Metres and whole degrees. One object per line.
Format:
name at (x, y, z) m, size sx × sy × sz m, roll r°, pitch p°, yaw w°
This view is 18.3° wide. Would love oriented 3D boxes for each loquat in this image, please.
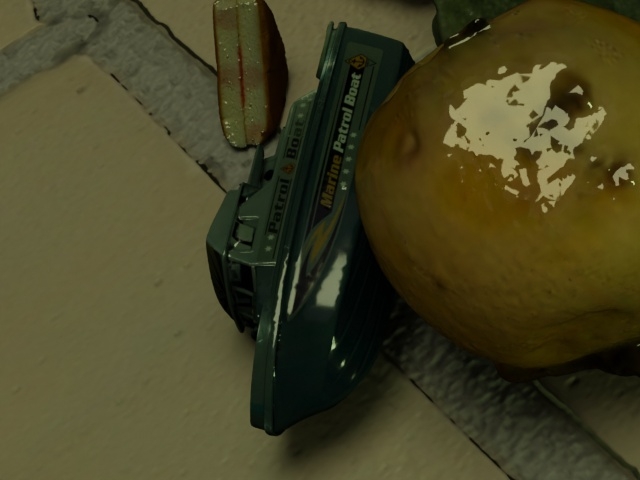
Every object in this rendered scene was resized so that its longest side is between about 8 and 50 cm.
loquat at (0.144, -0.024, 1.179) m, size 0.243 × 0.244 × 0.244 m, roll -9°, pitch 49°, yaw 10°

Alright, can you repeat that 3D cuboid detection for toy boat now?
toy boat at (-0.003, -0.002, 1.270) m, size 0.122 × 0.114 × 0.296 m, roll 6°, pitch 53°, yaw 14°

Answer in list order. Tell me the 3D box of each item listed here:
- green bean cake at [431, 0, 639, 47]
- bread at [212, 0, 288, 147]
green bean cake at (0.162, -0.220, 1.357) m, size 0.183 × 0.185 × 0.094 m, roll -6°, pitch 14°, yaw 15°
bread at (-0.048, -0.122, 1.431) m, size 0.043 × 0.062 × 0.109 m, roll -2°, pitch 93°, yaw 19°
